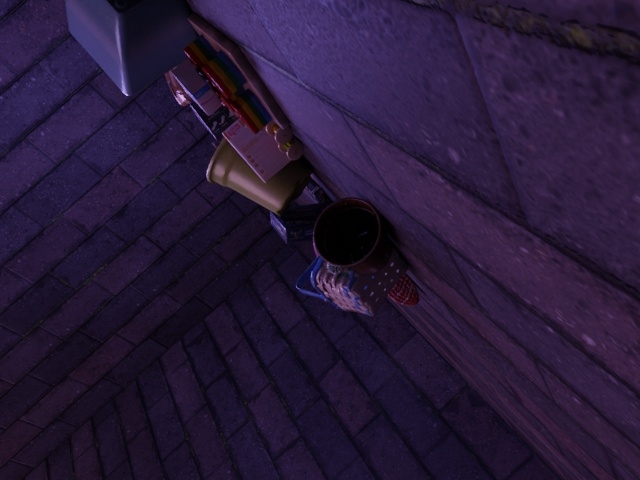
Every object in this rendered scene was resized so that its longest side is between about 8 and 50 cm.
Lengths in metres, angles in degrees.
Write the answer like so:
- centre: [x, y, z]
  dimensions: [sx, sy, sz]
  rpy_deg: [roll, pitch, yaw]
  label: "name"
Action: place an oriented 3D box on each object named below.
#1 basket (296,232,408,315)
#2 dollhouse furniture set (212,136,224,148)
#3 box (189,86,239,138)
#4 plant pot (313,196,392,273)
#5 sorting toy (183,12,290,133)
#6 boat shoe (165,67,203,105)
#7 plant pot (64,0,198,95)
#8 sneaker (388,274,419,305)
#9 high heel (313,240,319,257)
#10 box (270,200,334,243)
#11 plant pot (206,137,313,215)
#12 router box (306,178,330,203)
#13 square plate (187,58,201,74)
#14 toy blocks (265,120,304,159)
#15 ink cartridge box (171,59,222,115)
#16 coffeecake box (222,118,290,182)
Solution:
- centre: [0.082, 0.069, 1.479]
  dimensions: [0.201, 0.255, 0.289]
  rpy_deg: [45, 162, -29]
  label: "basket"
- centre: [-0.282, -0.362, 1.963]
  dimensions: [0.129, 0.183, 0.129]
  rpy_deg: [49, 179, -37]
  label: "dollhouse furniture set"
- centre: [-0.334, -0.444, 1.775]
  dimensions: [0.142, 0.163, 0.247]
  rpy_deg: [52, 177, -15]
  label: "box"
- centre: [0.092, 0.003, 1.265]
  dimensions: [0.167, 0.167, 0.165]
  rpy_deg: [48, -174, 30]
  label: "plant pot"
- centre: [-0.224, -0.394, 1.290]
  dimensions: [0.257, 0.089, 0.255]
  rpy_deg: [48, 178, 40]
  label: "sorting toy"
- centre: [-0.501, -0.607, 1.796]
  dimensions: [0.123, 0.116, 0.324]
  rpy_deg: [-2, -115, -52]
  label: "boat shoe"
- centre: [-0.466, -0.565, 1.289]
  dimensions: [0.247, 0.248, 0.252]
  rpy_deg: [49, 162, 0]
  label: "plant pot"
- centre: [0.242, 0.127, 1.679]
  dimensions: [0.092, 0.088, 0.225]
  rpy_deg: [20, -160, -45]
  label: "sneaker"
- centre: [0.000, 0.000, 1.841]
  dimensions: [0.117, 0.082, 0.244]
  rpy_deg: [107, 157, -52]
  label: "high heel"
- centre: [-0.031, -0.064, 1.719]
  dimensions: [0.183, 0.232, 0.059]
  rpy_deg: [-134, 39, -60]
  label: "box"
- centre: [-0.173, -0.223, 1.662]
  dimensions: [0.254, 0.276, 0.276]
  rpy_deg: [36, 178, 4]
  label: "plant pot"
- centre: [-0.012, -0.170, 1.887]
  dimensions: [0.092, 0.038, 0.122]
  rpy_deg: [46, 178, 37]
  label: "router box"
- centre: [-0.465, -0.650, 1.598]
  dimensions: [0.344, 0.049, 0.347]
  rpy_deg: [49, -171, 0]
  label: "square plate"
- centre: [-0.118, -0.296, 1.424]
  dimensions: [0.148, 0.054, 0.123]
  rpy_deg: [47, 178, 39]
  label: "toy blocks"
- centre: [-0.307, -0.380, 1.314]
  dimensions: [0.088, 0.052, 0.122]
  rpy_deg: [48, 179, 13]
  label: "ink cartridge box"
- centre: [-0.168, -0.281, 1.511]
  dimensions: [0.185, 0.142, 0.068]
  rpy_deg: [49, 178, -8]
  label: "coffeecake box"
